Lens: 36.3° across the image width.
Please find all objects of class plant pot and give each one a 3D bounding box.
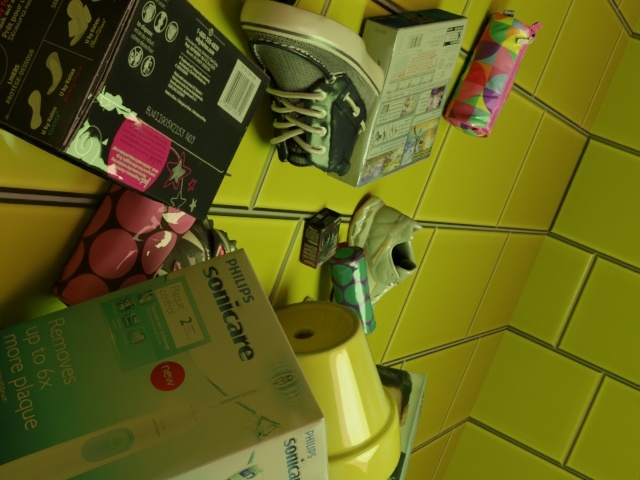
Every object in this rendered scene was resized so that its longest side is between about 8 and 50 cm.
[{"bbox_3d":[-0.010,0.233,1.489,0.254,0.254,0.239,-38,129,-47],"label":"plant pot"}]

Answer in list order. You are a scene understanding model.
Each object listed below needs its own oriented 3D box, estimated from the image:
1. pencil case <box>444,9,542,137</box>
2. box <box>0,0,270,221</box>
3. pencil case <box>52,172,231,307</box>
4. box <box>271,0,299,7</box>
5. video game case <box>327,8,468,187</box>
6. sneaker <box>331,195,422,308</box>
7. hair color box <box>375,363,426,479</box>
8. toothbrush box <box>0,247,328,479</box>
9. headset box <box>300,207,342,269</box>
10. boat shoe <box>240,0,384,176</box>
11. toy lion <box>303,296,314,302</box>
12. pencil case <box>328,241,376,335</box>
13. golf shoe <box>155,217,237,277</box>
[{"bbox_3d":[0.317,-0.308,1.814,0.236,0.104,0.104,-65,158,2],"label":"pencil case"},{"bbox_3d":[-0.175,-0.137,0.849,0.163,0.142,0.247,-65,159,-3],"label":"box"},{"bbox_3d":[-0.187,-0.007,1.020,0.209,0.095,0.098,-58,151,-11],"label":"pencil case"},{"bbox_3d":[-0.021,-0.380,1.068,0.190,0.045,0.184,-60,159,-14],"label":"box"},{"bbox_3d":[0.123,-0.227,1.516,0.269,0.061,0.244,-26,135,-56],"label":"video game case"},{"bbox_3d":[0.100,0.061,1.681,0.099,0.121,0.262,-35,143,-49],"label":"sneaker"},{"bbox_3d":[0.056,0.385,1.700,0.374,0.185,0.113,-68,165,-47],"label":"hair color box"},{"bbox_3d":[-0.166,0.163,0.915,0.296,0.216,0.126,-18,141,-13],"label":"toothbrush box"},{"bbox_3d":[0.000,0.000,1.515,0.062,0.032,0.083,-37,143,-49],"label":"headset box"},{"bbox_3d":[-0.014,-0.170,1.181,0.340,0.127,0.158,15,91,-68],"label":"boat shoe"},{"bbox_3d":[-0.024,0.146,1.618,0.096,0.034,0.100,-56,157,-3],"label":"toy lion"},{"bbox_3d":[0.052,0.083,1.622,0.070,0.064,0.151,-96,176,-64],"label":"pencil case"},{"bbox_3d":[-0.181,0.096,1.162,0.120,0.105,0.272,-17,125,-39],"label":"golf shoe"}]
